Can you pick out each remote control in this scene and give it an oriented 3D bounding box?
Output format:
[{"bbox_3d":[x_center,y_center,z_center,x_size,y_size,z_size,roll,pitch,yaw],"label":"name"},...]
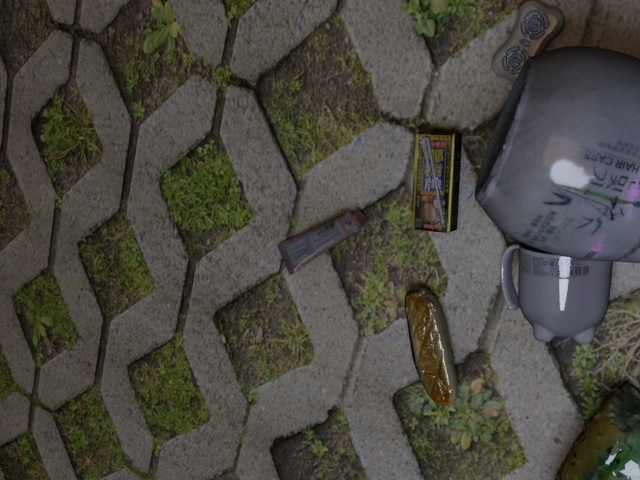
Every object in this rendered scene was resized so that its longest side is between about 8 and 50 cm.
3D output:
[{"bbox_3d":[0.320,-0.305,1.011,0.074,0.032,0.122,33,114,21],"label":"remote control"}]

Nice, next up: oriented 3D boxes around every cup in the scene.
[{"bbox_3d":[0.352,0.076,1.002,0.173,0.134,0.142,5,103,28],"label":"cup"}]

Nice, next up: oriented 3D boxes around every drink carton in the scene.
[{"bbox_3d":[0.197,-0.099,1.105,0.071,0.056,0.166,5,101,26],"label":"drink carton"}]

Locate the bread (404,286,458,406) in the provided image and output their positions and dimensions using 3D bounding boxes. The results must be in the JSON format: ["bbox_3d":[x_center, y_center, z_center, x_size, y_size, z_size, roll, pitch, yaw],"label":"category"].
[{"bbox_3d":[0.197,0.186,1.157,0.073,0.053,0.215,-14,89,27],"label":"bread"}]

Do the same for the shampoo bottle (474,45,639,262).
[{"bbox_3d":[0.365,-0.108,0.868,0.266,0.273,0.273,18,108,8],"label":"shampoo bottle"}]

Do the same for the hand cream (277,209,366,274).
[{"bbox_3d":[0.000,0.000,1.248,0.209,0.043,0.067,-28,82,36],"label":"hand cream"}]

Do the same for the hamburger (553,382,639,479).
[{"bbox_3d":[0.452,0.363,0.972,0.167,0.192,0.288,32,113,32],"label":"hamburger"}]
